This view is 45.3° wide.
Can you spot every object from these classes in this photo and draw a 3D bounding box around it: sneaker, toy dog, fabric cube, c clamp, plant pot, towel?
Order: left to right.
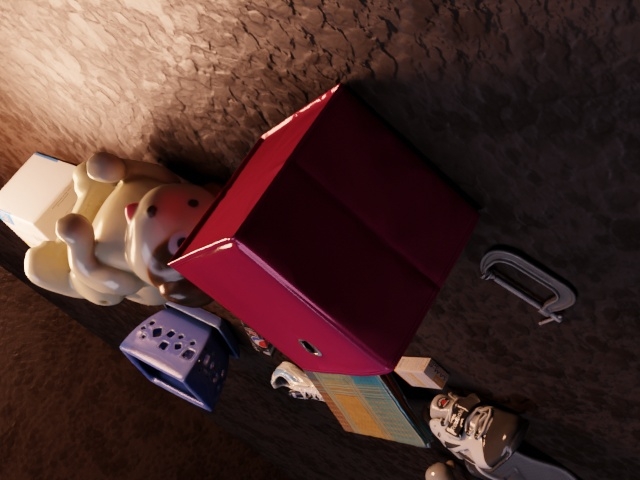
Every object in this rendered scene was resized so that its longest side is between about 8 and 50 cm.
[{"bbox_3d":[-0.305,0.016,1.413,0.395,0.284,0.408,44,152,-25],"label":"toy dog"},{"bbox_3d":[-0.371,0.304,2.129,0.236,0.212,0.236,22,154,25],"label":"plant pot"},{"bbox_3d":[-0.026,0.396,2.042,0.237,0.086,0.085,15,149,32],"label":"sneaker"},{"bbox_3d":[0.000,0.000,1.022,0.258,0.259,0.254,40,156,-17],"label":"fabric cube"},{"bbox_3d":[0.088,0.354,1.799,0.271,0.040,0.370,57,153,-9],"label":"towel"},{"bbox_3d":[0.294,0.376,1.555,0.146,0.122,0.330,39,160,-3],"label":"sneaker"},{"bbox_3d":[0.442,0.701,2.031,0.220,0.161,0.334,-3,124,57],"label":"toy dog"},{"bbox_3d":[0.289,0.069,1.093,0.160,0.022,0.137,35,157,-6],"label":"c clamp"},{"bbox_3d":[0.449,0.519,1.693,0.295,0.104,0.147,29,170,-5],"label":"sneaker"}]

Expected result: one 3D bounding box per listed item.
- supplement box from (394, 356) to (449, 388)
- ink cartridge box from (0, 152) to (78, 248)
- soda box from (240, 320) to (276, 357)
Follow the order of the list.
[{"bbox_3d":[0.206,0.269,1.567,0.062,0.036,0.098,43,155,-22],"label":"supplement box"},{"bbox_3d":[-0.593,-0.051,1.766,0.171,0.168,0.233,18,153,31],"label":"ink cartridge box"},{"bbox_3d":[-0.142,0.221,1.874,0.053,0.060,0.169,22,154,21],"label":"soda box"}]
